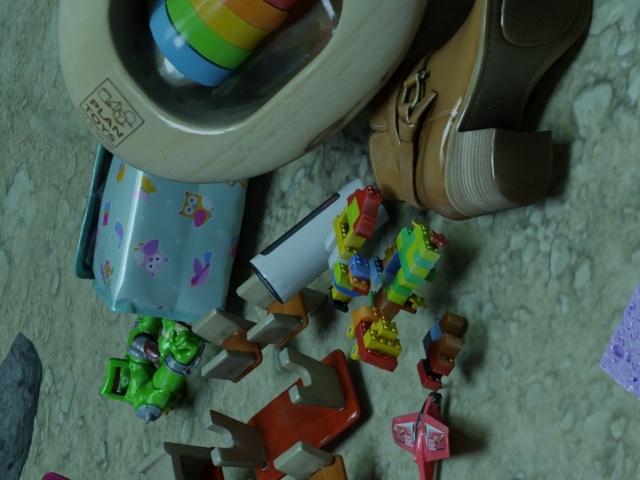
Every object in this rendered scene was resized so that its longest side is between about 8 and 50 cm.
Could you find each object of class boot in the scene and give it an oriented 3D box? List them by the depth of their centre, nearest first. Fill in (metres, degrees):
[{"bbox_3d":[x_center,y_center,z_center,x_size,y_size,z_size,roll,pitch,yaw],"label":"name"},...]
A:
[{"bbox_3d":[0.133,-0.159,1.404,0.220,0.109,0.283,4,91,63],"label":"boot"}]

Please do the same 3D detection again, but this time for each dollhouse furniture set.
[{"bbox_3d":[-0.055,0.208,1.588,0.259,0.135,0.262,-40,47,31],"label":"dollhouse furniture set"}]

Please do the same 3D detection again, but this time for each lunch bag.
[{"bbox_3d":[-0.188,-0.036,1.819,0.262,0.160,0.223,-150,70,-69],"label":"lunch bag"}]

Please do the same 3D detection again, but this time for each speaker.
[{"bbox_3d":[0.000,0.000,1.530,0.136,0.055,0.055,-38,35,-7],"label":"speaker"}]

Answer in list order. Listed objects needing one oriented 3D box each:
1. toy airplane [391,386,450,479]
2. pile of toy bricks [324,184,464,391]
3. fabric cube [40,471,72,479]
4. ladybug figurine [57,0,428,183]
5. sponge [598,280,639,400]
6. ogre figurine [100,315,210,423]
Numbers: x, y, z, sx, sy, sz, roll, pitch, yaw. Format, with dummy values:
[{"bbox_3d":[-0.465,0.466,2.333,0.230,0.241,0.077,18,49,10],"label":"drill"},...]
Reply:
[{"bbox_3d":[0.093,0.199,1.401,0.151,0.028,0.151,-168,90,-75],"label":"toy airplane"},{"bbox_3d":[0.078,0.030,1.411,0.105,0.118,0.212,-59,22,26],"label":"pile of toy bricks"},{"bbox_3d":[-0.251,0.439,1.578,0.254,0.259,0.258,-64,-2,24],"label":"fabric cube"},{"bbox_3d":[-0.067,-0.232,1.475,0.449,0.305,0.162,-36,7,34],"label":"ladybug figurine"},{"bbox_3d":[0.286,0.030,1.143,0.117,0.031,0.210,46,120,53],"label":"sponge"},{"bbox_3d":[-0.196,0.139,1.835,0.197,0.097,0.118,28,93,46],"label":"ogre figurine"}]
